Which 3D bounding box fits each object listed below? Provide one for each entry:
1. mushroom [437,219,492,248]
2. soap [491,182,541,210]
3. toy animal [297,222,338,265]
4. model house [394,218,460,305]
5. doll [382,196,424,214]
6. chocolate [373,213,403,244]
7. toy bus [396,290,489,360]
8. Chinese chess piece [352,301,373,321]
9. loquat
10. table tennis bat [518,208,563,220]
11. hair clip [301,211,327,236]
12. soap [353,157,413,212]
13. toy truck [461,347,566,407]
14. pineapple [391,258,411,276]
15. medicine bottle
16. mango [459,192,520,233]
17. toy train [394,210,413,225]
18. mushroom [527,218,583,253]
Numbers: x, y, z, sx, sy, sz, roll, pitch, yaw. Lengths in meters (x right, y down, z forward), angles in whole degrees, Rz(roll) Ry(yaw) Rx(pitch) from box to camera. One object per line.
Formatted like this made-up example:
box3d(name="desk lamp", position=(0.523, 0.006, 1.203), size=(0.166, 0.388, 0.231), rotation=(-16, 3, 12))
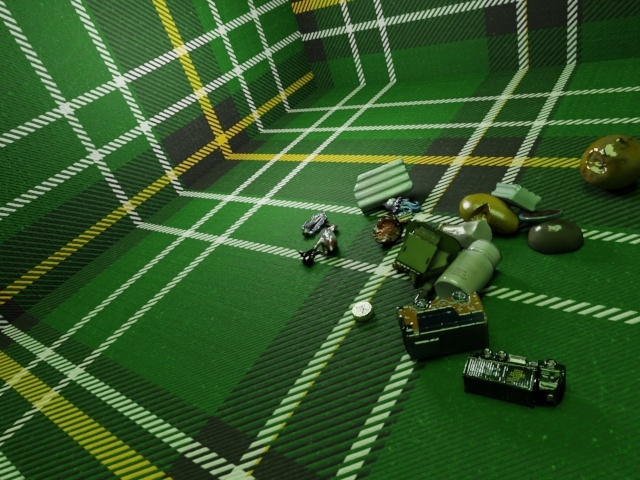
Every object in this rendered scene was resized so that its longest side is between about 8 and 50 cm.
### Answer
box3d(name="mushroom", position=(0.585, -0.021, 1.839), size=(0.225, 0.093, 0.116), rotation=(-5, 68, 51))
box3d(name="soap", position=(0.794, -0.180, 1.821), size=(0.066, 0.119, 0.198), rotation=(-63, 4, 9))
box3d(name="toy animal", position=(0.024, -0.010, 2.110), size=(0.195, 0.090, 0.324), rotation=(-5, 34, 38))
box3d(name="model house", position=(0.353, 0.097, 1.662), size=(0.218, 0.205, 0.279), rotation=(30, 61, 19))
box3d(name="doll", position=(0.400, -0.166, 2.161), size=(0.206, 0.067, 0.110), rotation=(9, 51, 21))
box3d(name="chocolate", position=(0.296, -0.044, 1.987), size=(0.133, 0.127, 0.124), rotation=(-30, 41, 15))
box3d(name="toy bus", position=(0.398, 0.280, 1.461), size=(0.275, 0.138, 0.167), rotation=(-12, 36, 9))
box3d(name="Chinese chess piece", position=(0.160, 0.269, 1.692), size=(0.084, 0.034, 0.084), rotation=(-15, 33, 10))
box3d(name="loquat", position=(1.195, -0.317, 1.820), size=(0.244, 0.244, 0.244), rotation=(-14, 34, 10))
box3d(name="table tennis bat", position=(0.855, -0.106, 1.774), size=(0.153, 0.040, 0.244), rotation=(-10, 11, 4))
box3d(name="hair clip", position=(-0.039, -0.091, 2.292), size=(0.124, 0.052, 0.195), rotation=(7, 42, 37))
box3d(name="soap", position=(0.310, -0.274, 2.244), size=(0.289, 0.095, 0.173), rotation=(-22, 73, 8))
box3d(name="toy truck", position=(0.550, 0.388, 1.270), size=(0.259, 0.088, 0.121), rotation=(3, 39, 33))
box3d(name="pineapple", position=(0.348, 0.118, 1.805), size=(0.058, 0.058, 0.124), rotation=(-35, 50, -21))
box3d(name="medicine bottle", position=(0.538, 0.118, 1.610), size=(0.258, 0.143, 0.143), rotation=(-40, 38, -27))
box3d(name="mango", position=(0.703, -0.109, 1.856), size=(0.262, 0.130, 0.167), rotation=(25, 45, 36))
box3d(name="toy train", position=(0.387, -0.100, 2.090), size=(0.103, 0.044, 0.064), rotation=(-21, 36, 3))
box3d(name="mushroom", position=(0.882, -0.026, 1.673), size=(0.188, 0.117, 0.141), rotation=(-2, 49, 18))
